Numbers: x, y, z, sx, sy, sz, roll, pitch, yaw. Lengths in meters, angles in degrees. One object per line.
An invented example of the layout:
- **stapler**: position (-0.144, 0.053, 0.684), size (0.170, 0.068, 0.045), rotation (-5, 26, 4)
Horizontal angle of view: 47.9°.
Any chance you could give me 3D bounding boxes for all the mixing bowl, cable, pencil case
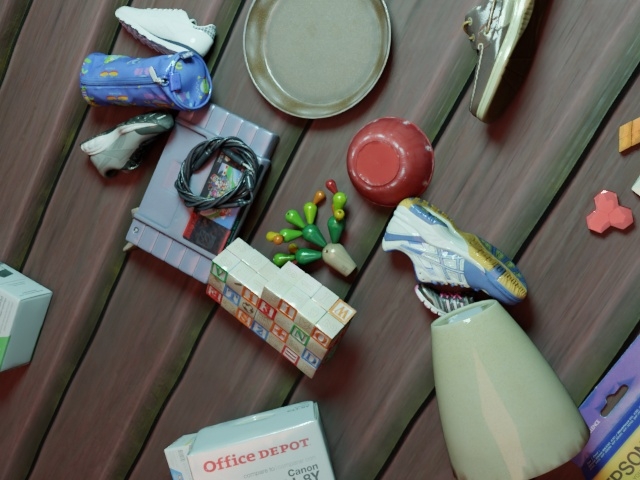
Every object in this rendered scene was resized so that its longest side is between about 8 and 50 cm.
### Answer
- **mixing bowl**: position (0.123, -0.153, 1.405), size (0.182, 0.098, 0.181), rotation (2, 97, 19)
- **cable**: position (-0.220, -0.137, 1.483), size (0.185, 0.047, 0.150), rotation (-4, 89, 17)
- **pencil case**: position (-0.375, -0.335, 1.515), size (0.306, 0.133, 0.119), rotation (8, 101, 31)

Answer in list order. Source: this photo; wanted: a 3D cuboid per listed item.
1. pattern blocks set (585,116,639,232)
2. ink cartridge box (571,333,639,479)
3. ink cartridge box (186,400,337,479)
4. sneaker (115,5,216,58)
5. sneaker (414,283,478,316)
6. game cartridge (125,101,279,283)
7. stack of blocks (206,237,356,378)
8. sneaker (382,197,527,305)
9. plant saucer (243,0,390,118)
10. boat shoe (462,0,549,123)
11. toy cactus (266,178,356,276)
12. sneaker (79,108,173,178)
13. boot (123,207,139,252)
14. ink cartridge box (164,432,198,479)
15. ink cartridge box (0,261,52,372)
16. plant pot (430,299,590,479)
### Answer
- **pattern blocks set**: position (0.649, -0.118, 1.257), size (0.286, 0.026, 0.324), rotation (25, 104, 15)
- **ink cartridge box**: position (0.634, 0.369, 1.305), size (0.307, 0.072, 0.303), rotation (35, 107, 11)
- **ink cartridge box**: position (-0.092, 0.565, 1.497), size (0.279, 0.160, 0.384), rotation (-15, 91, -2)
- **sneaker**: position (-0.332, -0.456, 1.547), size (0.235, 0.090, 0.094), rotation (28, 87, 14)
- **sneaker**: position (0.268, 0.120, 1.408), size (0.170, 0.063, 0.074), rotation (31, 107, 9)
- **game cartridge**: position (-0.255, -0.110, 1.548), size (0.230, 0.068, 0.354), rotation (28, 98, 19)
- **stack of blocks**: position (-0.089, 0.126, 1.480), size (0.297, 0.087, 0.171), rotation (36, 141, 13)
- **sneaker**: position (0.253, 0.045, 1.386), size (0.296, 0.112, 0.131), rotation (39, 112, 22)
- **plant saucer**: position (-0.005, -0.401, 1.445), size (0.311, 0.050, 0.310), rotation (3, 99, 19)
- **boat shoe**: position (0.321, -0.386, 1.301), size (0.123, 0.123, 0.341), rotation (22, 104, 30)
- **toy cactus**: position (0.000, 0.000, 1.477), size (0.180, 0.112, 0.219), rotation (43, 100, 0)
- **sneaker**: position (-0.410, -0.212, 1.584), size (0.272, 0.100, 0.107), rotation (-16, 105, 38)
- **boot**: position (-0.414, -0.030, 1.648), size (0.119, 0.042, 0.086), rotation (-22, 85, 18)
- **ink cartridge box**: position (-0.260, 0.488, 1.631), size (0.143, 0.090, 0.092), rotation (-15, 92, 20)
- **ink cartridge box**: position (-0.837, 0.163, 1.779), size (0.289, 0.121, 0.211), rotation (26, 104, 16)
- **plant pot**: position (0.311, 0.255, 1.300), size (0.257, 0.256, 0.273), rotation (-21, 91, 21)
